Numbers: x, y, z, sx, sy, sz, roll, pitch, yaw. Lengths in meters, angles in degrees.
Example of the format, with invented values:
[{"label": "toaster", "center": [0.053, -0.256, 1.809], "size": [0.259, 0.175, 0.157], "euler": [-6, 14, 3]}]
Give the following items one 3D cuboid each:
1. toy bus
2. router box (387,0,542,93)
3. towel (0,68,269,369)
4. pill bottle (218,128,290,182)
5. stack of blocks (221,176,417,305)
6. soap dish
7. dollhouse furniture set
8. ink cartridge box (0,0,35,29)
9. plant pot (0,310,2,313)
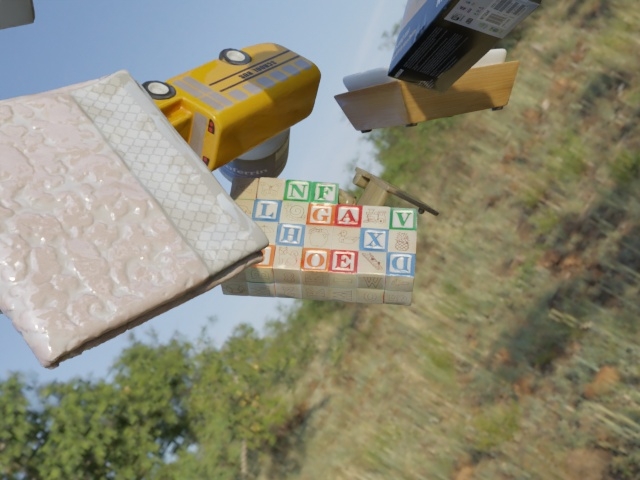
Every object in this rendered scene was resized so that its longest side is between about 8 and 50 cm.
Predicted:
[{"label": "toy bus", "center": [-0.146, -0.198, 1.354], "size": [0.332, 0.130, 0.108], "euler": [-38, -27, -47]}, {"label": "router box", "center": [0.176, -0.326, 1.002], "size": [0.309, 0.081, 0.243], "euler": [145, 142, -77]}, {"label": "towel", "center": [-0.268, -0.049, 1.042], "size": [0.317, 0.332, 0.053], "euler": [-26, -22, -38]}, {"label": "pill bottle", "center": [-0.132, -0.207, 1.684], "size": [0.153, 0.153, 0.265], "euler": [-58, -5, -14]}, {"label": "stack of blocks", "center": [0.000, 0.000, 1.404], "size": [0.087, 0.297, 0.171], "euler": [87, -172, -55]}, {"label": "soap dish", "center": [0.206, -0.288, 1.742], "size": [0.290, 0.118, 0.229], "euler": [-15, 9, -29]}, {"label": "dollhouse furniture set", "center": [0.088, -0.031, 1.557], "size": [0.151, 0.123, 0.144], "euler": [-61, 36, 9]}, {"label": "ink cartridge box", "center": [-0.592, -0.376, 1.296], "size": [0.289, 0.211, 0.122], "euler": [-21, -46, -30]}, {"label": "plant pot", "center": [-0.477, -0.002, 1.432], "size": [0.290, 0.195, 0.290], "euler": [-27, 50, 36]}]
